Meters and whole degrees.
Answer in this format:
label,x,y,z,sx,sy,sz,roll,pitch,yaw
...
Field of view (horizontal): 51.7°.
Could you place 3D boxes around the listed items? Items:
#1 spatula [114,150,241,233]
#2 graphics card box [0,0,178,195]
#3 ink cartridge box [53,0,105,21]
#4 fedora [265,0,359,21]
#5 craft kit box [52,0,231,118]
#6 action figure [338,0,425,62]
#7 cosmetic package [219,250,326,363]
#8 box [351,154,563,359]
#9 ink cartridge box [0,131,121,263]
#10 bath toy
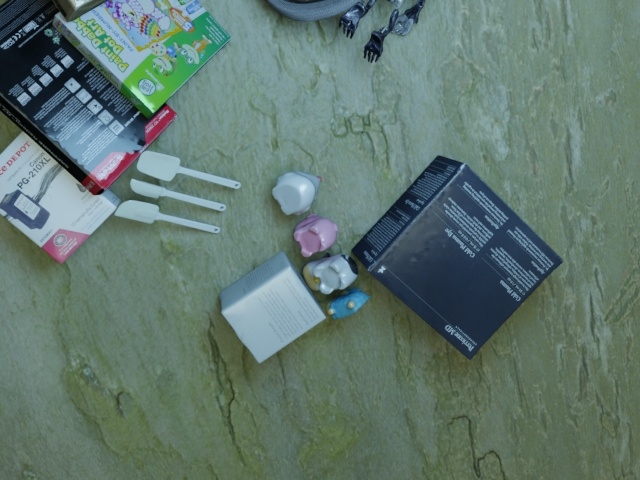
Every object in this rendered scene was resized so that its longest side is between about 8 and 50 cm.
label,x,y,z,sx,sy,sz,roll,pitch,yaw
spatula,-0.295,-0.095,1.412,0.242,0.019,0.168,14,114,-35
graphics card box,-0.499,-0.297,1.303,0.371,0.094,0.232,45,66,-18
ink cartridge box,-0.418,-0.545,1.205,0.235,0.088,0.193,-41,108,-24
fedora,0.002,-0.563,1.332,0.276,0.124,0.243,-17,94,17
craft kit box,-0.348,-0.416,1.316,0.250,0.061,0.246,45,70,-17
action figure,0.145,-0.511,1.389,0.164,0.141,0.275,39,68,-8
cosmetic package,-0.112,0.147,1.494,0.184,0.151,0.151,-33,106,-1
box,0.308,0.035,1.526,0.343,0.179,0.312,42,93,-16
ink cartridge box,-0.570,-0.098,1.381,0.172,0.100,0.237,-45,107,2
bath toy,0.000,0.000,1.494,0.151,0.129,0.348,-13,106,38
